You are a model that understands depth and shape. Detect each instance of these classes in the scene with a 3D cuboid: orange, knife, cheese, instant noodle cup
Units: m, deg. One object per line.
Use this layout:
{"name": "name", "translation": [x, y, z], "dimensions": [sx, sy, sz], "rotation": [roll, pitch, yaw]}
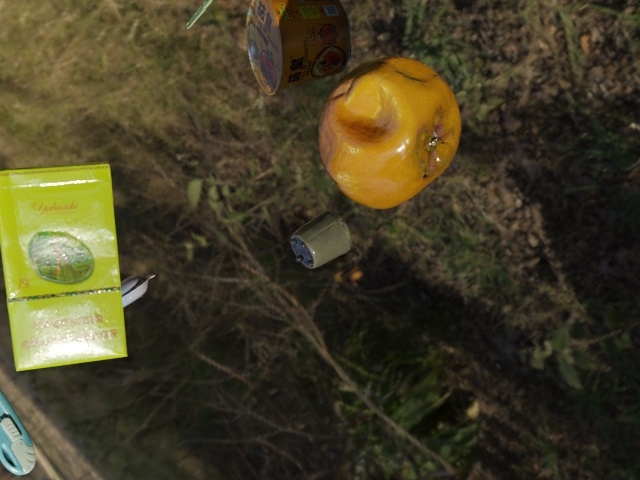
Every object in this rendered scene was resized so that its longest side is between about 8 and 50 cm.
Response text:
{"name": "orange", "translation": [0.126, -0.165, 1.378], "dimensions": [0.183, 0.249, 0.249], "rotation": [29, 146, 40]}
{"name": "knife", "translation": [-0.560, 0.305, 1.478], "dimensions": [0.031, 0.064, 0.222], "rotation": [-28, 92, 43]}
{"name": "knife", "translation": [-0.307, -0.644, 2.309], "dimensions": [0.207, 0.014, 0.030], "rotation": [-40, 48, 33]}
{"name": "cheese", "translation": [-0.502, 0.147, 2.040], "dimensions": [0.052, 0.244, 0.135], "rotation": [59, 156, -9]}
{"name": "instant noodle cup", "translation": [-0.045, -0.423, 1.791], "dimensions": [0.216, 0.172, 0.216], "rotation": [168, 90, -69]}

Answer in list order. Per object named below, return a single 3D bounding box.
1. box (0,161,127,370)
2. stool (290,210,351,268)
{"name": "box", "translation": [-0.431, 0.041, 1.422], "dimensions": [0.047, 0.187, 0.335], "rotation": [-149, 54, -71]}
{"name": "stool", "translation": [0.000, 0.000, 1.696], "dimensions": [0.096, 0.110, 0.096], "rotation": [42, 150, 31]}
